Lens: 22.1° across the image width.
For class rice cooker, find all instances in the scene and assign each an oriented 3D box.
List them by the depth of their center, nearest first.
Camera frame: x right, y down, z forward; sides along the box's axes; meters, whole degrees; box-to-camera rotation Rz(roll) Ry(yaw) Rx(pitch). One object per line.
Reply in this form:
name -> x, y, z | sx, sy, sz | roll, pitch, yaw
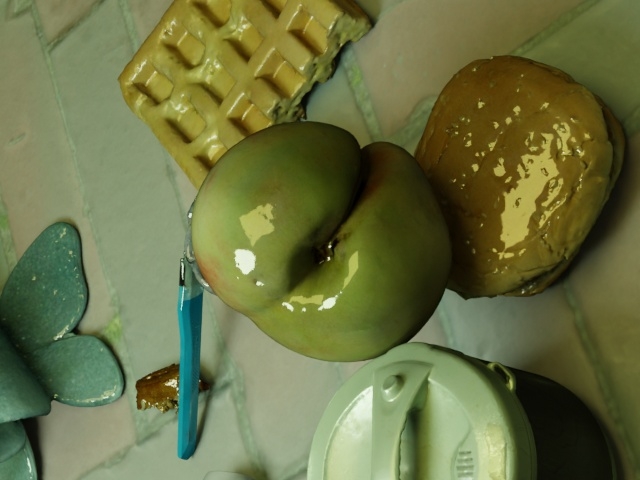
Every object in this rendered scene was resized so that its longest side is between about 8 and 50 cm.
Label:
rice cooker -> 0.147, 0.262, 1.746 | 0.288, 0.277, 0.288 | -11, 73, 37

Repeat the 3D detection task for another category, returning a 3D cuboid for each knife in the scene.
knife -> -0.172, 0.149, 2.121 | 0.026, 0.044, 0.296 | 13, 109, 25

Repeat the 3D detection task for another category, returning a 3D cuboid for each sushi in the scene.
sushi -> -0.200, 0.202, 2.192 | 0.118, 0.061, 0.060 | -14, 109, 41

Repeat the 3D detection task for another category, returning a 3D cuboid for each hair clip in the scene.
hair clip -> -0.486, 0.183, 2.311 | 0.392, 0.238, 0.318 | -49, 55, 17

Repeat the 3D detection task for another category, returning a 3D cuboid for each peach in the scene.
peach -> -0.001, -0.001, 1.783 | 0.292, 0.292, 0.247 | 21, 96, 41

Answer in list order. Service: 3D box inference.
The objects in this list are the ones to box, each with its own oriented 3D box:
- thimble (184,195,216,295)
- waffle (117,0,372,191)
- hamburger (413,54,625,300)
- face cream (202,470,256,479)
thimble -> -0.044, 0.007, 2.043 | 0.205, 0.172, 0.236 | -54, 53, 18
waffle -> -0.120, -0.254, 2.238 | 0.348, 0.077, 0.304 | -53, 51, 15
hamburger -> 0.209, -0.068, 1.878 | 0.260, 0.145, 0.283 | 25, 100, 38
face cream -> -0.119, 0.343, 2.061 | 0.091, 0.091, 0.095 | -7, 66, 38
